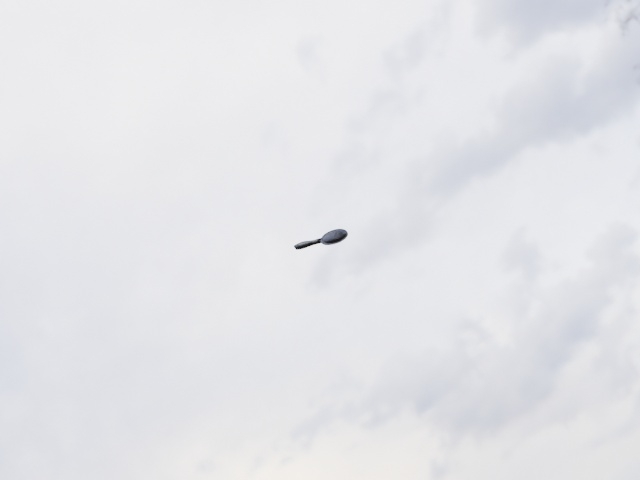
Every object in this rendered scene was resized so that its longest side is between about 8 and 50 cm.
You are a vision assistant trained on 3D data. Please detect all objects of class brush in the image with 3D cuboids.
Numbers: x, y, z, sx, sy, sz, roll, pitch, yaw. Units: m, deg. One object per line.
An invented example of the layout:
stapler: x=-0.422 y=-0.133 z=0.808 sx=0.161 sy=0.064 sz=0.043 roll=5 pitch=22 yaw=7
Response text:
brush: x=0.000 y=0.000 z=1.541 sx=0.083 sy=0.024 sz=0.008 roll=-14 pitch=-38 yaw=27
